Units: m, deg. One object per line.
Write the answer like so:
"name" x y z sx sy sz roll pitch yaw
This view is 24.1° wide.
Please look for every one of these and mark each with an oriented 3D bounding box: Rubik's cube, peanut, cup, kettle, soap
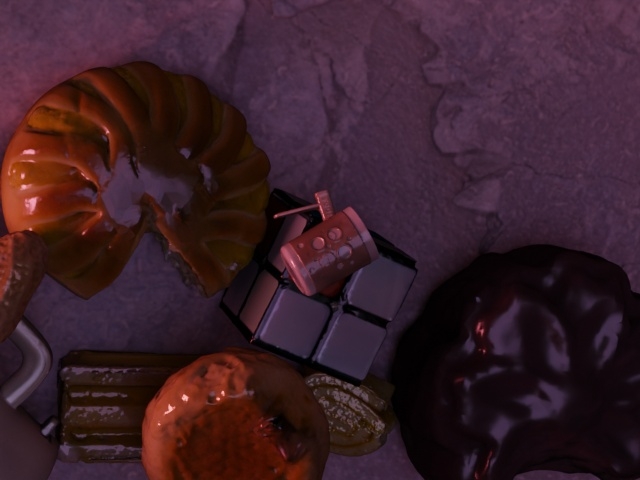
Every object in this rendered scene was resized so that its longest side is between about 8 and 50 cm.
"Rubik's cube" -0.005 0.057 1.909 0.167 0.183 0.180 23 98 -22
"peanut" -0.374 0.063 1.718 0.080 0.080 0.174 34 69 -22
"cup" 0.003 0.003 1.761 0.099 0.074 0.102 -30 109 -8
"kettle" -0.467 0.194 1.776 0.265 0.205 0.318 -30 111 27
"soap" -0.227 0.215 1.937 0.233 0.076 0.135 2 104 -17

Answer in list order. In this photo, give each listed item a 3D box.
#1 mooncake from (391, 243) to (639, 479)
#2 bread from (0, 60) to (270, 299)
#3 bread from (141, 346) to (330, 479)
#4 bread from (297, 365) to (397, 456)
"mooncake" 0.295 0.183 2.030 0.381 0.212 0.350 -13 101 -16
"bread" -0.219 -0.065 1.822 0.333 0.160 0.333 -4 104 -17
"bread" -0.104 0.231 1.851 0.244 0.134 0.244 -2 121 -4
"bread" 0.027 0.227 2.014 0.156 0.064 0.117 20 108 -6
